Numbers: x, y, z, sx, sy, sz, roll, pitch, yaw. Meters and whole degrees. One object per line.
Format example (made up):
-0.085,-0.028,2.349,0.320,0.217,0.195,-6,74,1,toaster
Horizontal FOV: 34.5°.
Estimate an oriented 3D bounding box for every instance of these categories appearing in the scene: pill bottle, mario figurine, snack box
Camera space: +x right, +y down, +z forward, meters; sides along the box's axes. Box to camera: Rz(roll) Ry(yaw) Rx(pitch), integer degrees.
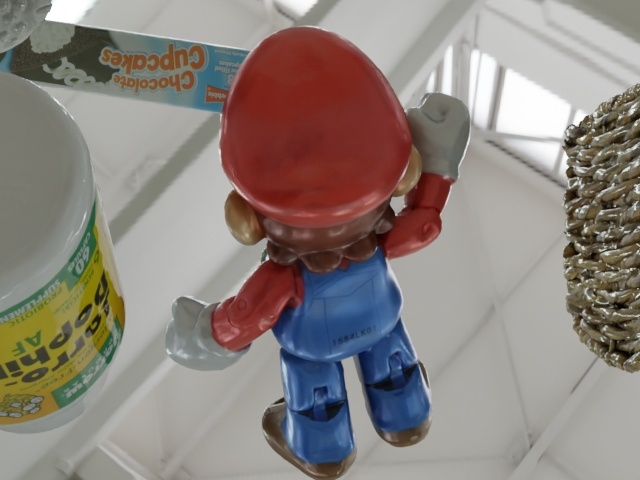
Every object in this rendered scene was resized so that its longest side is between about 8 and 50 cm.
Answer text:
-0.155,0.021,0.491,0.118,0.208,0.117,2,-117,-4,pill bottle
0.000,0.000,0.708,0.170,0.320,0.198,15,-139,28,mario figurine
-0.185,-0.161,0.941,0.322,0.187,0.060,9,-82,4,snack box

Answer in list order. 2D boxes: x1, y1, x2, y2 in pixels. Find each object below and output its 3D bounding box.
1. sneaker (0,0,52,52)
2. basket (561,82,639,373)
-0.236,-0.216,0.628,0.090,0.235,0.095,-41,-122,-21,sneaker
0.320,-0.007,0.742,0.223,0.299,0.213,1,-96,-4,basket
